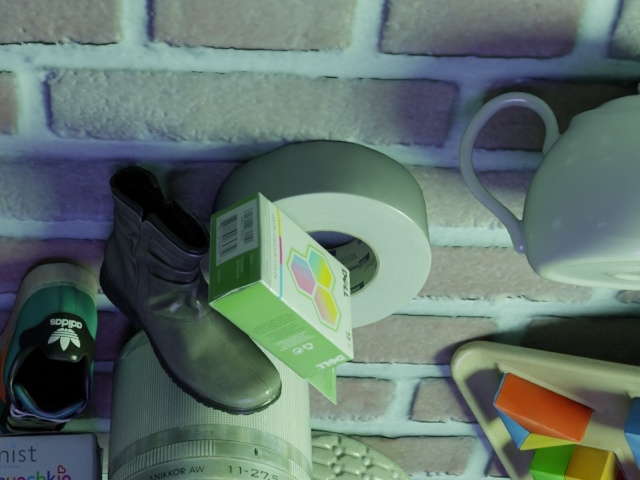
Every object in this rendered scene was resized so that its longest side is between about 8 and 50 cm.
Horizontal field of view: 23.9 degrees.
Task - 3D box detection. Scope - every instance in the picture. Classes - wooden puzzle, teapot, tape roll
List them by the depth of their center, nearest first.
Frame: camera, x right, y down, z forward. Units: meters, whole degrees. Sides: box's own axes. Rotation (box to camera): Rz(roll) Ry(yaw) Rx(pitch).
[{"bbox_3d":[0.300,-0.057,1.396,0.256,0.187,0.252,8,169,-38],"label":"teapot"},{"bbox_3d":[0.000,0.000,1.520,0.219,0.072,0.219,-1,139,-1],"label":"tape roll"},{"bbox_3d":[0.346,0.244,1.743,0.347,0.080,0.322,3,145,29],"label":"wooden puzzle"}]

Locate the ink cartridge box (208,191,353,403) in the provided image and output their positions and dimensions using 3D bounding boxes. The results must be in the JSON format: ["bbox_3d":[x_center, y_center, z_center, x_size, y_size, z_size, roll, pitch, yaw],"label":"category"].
[{"bbox_3d":[-0.020,0.058,1.446,0.062,0.109,0.209,-25,135,25],"label":"ink cartridge box"}]

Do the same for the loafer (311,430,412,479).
[{"bbox_3d":[-0.041,0.291,1.840,0.319,0.112,0.111,17,141,-11],"label":"loafer"}]

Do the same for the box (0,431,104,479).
[{"bbox_3d":[-0.307,0.351,1.726,0.126,0.231,0.262,-2,165,-7],"label":"box"}]

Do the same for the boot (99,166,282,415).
[{"bbox_3d":[-0.129,0.051,1.471,0.083,0.246,0.161,-36,158,-33],"label":"boot"}]

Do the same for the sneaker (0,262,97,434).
[{"bbox_3d":[-0.308,0.158,1.646,0.108,0.121,0.302,7,140,-14],"label":"sneaker"}]

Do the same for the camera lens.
[{"bbox_3d":[-0.118,0.230,1.625,0.219,0.274,0.219,-2,140,-2],"label":"camera lens"}]
